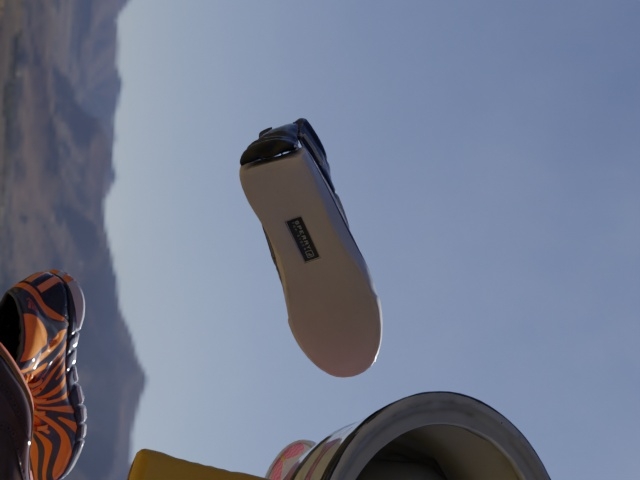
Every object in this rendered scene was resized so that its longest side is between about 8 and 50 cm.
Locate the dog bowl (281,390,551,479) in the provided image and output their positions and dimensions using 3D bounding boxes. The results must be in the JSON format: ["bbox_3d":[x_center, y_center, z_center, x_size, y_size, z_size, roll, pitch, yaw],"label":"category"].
[{"bbox_3d":[0.100,0.384,1.401,0.150,0.407,0.408,-16,-112,51],"label":"dog bowl"}]

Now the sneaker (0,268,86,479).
[{"bbox_3d":[-0.423,0.207,1.706,0.180,0.124,0.321,-27,120,-67],"label":"sneaker"}]

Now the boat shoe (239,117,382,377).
[{"bbox_3d":[0.000,0.000,1.579,0.158,0.127,0.341,-76,150,-64],"label":"boat shoe"}]

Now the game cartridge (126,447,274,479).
[{"bbox_3d":[0.000,0.307,0.812,0.053,0.323,0.285,114,-11,-50],"label":"game cartridge"}]

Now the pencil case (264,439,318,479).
[{"bbox_3d":[0.045,0.385,1.702,0.124,0.273,0.114,-27,-143,40],"label":"pencil case"}]

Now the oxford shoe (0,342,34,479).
[{"bbox_3d":[-0.375,0.238,1.387,0.098,0.096,0.272,-112,-166,-71],"label":"oxford shoe"}]
